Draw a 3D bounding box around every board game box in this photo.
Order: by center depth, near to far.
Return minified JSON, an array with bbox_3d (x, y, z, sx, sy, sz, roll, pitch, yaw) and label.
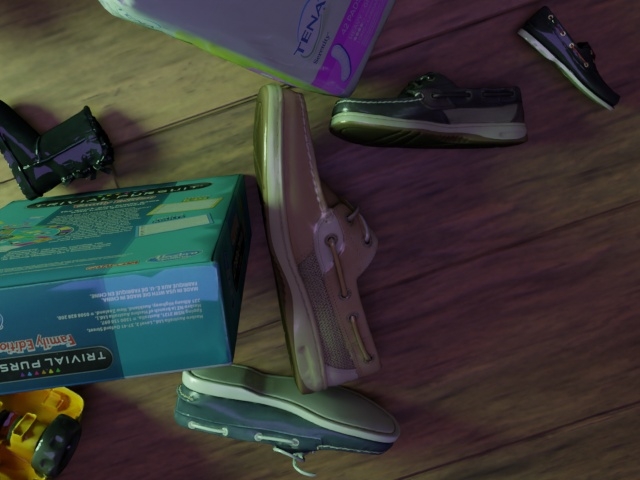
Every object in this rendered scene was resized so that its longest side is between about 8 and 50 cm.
[{"bbox_3d":[-0.195,0.022,0.621,0.254,0.336,0.079,-7,105,-1],"label":"board game box"}]

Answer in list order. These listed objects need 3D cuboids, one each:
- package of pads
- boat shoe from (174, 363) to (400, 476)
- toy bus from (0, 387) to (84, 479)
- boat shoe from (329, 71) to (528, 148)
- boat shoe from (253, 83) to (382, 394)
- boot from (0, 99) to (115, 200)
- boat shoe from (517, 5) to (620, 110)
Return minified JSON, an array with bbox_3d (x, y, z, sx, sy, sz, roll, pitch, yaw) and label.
[{"bbox_3d":[-0.041,-0.258,0.595,0.297,0.101,0.229,9,111,-52],"label":"package of pads"},{"bbox_3d":[-0.040,0.205,0.805,0.255,0.095,0.079,13,103,-5],"label":"boat shoe"},{"bbox_3d":[-0.364,0.280,0.779,0.150,0.220,0.211,20,134,4],"label":"toy bus"},{"bbox_3d":[0.111,-0.133,0.721,0.224,0.080,0.073,0,87,-23],"label":"boat shoe"},{"bbox_3d":[0.000,0.000,0.747,0.110,0.121,0.341,-11,116,-5],"label":"boat shoe"},{"bbox_3d":[-0.278,-0.108,0.733,0.099,0.045,0.121,-26,98,-2],"label":"boot"},{"bbox_3d":[0.266,-0.187,0.738,0.133,0.049,0.042,41,108,-8],"label":"boat shoe"}]
